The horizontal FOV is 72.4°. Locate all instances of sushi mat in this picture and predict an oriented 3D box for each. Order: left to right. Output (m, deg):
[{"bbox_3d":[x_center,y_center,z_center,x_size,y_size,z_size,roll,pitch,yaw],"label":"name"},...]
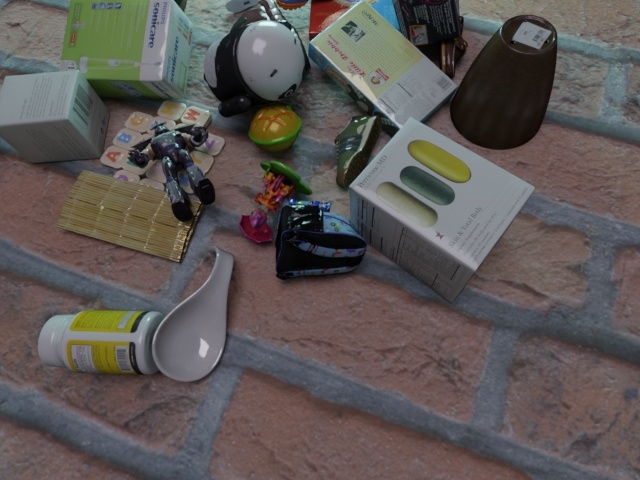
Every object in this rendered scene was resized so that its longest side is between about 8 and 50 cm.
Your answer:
[{"bbox_3d":[-0.434,-0.060,0.995,0.316,0.019,0.152,15,75,9],"label":"sushi mat"}]

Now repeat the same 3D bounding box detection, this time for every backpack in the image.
[{"bbox_3d":[0.000,0.000,0.877,0.173,0.158,0.117,3,51,-10],"label":"backpack"}]

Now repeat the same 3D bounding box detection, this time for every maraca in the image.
[{"bbox_3d":[-0.110,-0.277,1.039,0.127,0.099,0.186,-12,42,-3],"label":"maraca"}]

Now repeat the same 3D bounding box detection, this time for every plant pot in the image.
[{"bbox_3d":[0.414,-0.354,0.951,0.215,0.230,0.216,-2,66,4],"label":"plant pot"}]

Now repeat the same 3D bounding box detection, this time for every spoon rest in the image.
[{"bbox_3d":[-0.233,0.135,0.861,0.137,0.084,0.277,27,63,-27],"label":"spoon rest"}]

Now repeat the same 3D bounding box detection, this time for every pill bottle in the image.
[{"bbox_3d":[-0.413,0.194,0.842,0.208,0.119,0.119,1,66,5],"label":"pill bottle"}]

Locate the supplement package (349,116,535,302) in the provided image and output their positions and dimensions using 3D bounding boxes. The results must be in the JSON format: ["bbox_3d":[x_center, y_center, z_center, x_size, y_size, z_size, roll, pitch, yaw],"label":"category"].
[{"bbox_3d":[0.218,-0.055,0.853,0.262,0.198,0.199,36,74,18],"label":"supplement package"}]

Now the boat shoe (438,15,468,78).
[{"bbox_3d":[0.334,-0.493,1.103,0.072,0.073,0.207,1,66,11],"label":"boat shoe"}]

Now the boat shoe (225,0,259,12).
[{"bbox_3d":[-0.226,-0.687,1.263,0.100,0.035,0.035,-19,39,1],"label":"boat shoe"}]

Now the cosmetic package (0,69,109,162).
[{"bbox_3d":[-0.643,-0.295,1.058,0.183,0.151,0.152,-4,66,3],"label":"cosmetic package"}]

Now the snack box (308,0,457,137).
[{"bbox_3d":[0.146,-0.408,1.051,0.187,0.060,0.322,-43,83,-12],"label":"snack box"}]

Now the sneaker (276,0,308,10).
[{"bbox_3d":[-0.015,-0.677,1.136,0.221,0.087,0.083,-26,67,-6],"label":"sneaker"}]

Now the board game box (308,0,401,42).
[{"bbox_3d":[0.096,-0.663,1.204,0.241,0.064,0.317,0,66,5],"label":"board game box"}]

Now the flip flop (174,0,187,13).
[{"bbox_3d":[-0.405,-0.570,1.204,0.112,0.080,0.278,-5,82,14],"label":"flip flop"}]

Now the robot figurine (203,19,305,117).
[{"bbox_3d":[-0.158,-0.400,1.019,0.173,0.209,0.278,-16,16,-39],"label":"robot figurine"}]

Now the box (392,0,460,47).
[{"bbox_3d":[0.262,-0.622,1.074,0.141,0.163,0.248,-7,51,22],"label":"box"}]

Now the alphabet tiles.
[{"bbox_3d":[-0.390,-0.223,1.077,0.277,0.021,0.284,20,70,13],"label":"alphabet tiles"}]

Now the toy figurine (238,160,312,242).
[{"bbox_3d":[-0.110,-0.070,0.923,0.130,0.173,0.159,29,85,-2],"label":"toy figurine"}]

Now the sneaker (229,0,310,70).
[{"bbox_3d":[-0.144,-0.509,1.150,0.162,0.106,0.282,-30,61,2],"label":"sneaker"}]

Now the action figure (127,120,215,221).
[{"bbox_3d":[-0.326,-0.184,0.986,0.185,0.099,0.285,-30,60,-5],"label":"action figure"}]

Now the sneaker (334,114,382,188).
[{"bbox_3d":[0.067,-0.210,1.016,0.086,0.064,0.192,20,76,32],"label":"sneaker"}]

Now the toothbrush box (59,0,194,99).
[{"bbox_3d":[-0.486,-0.480,1.107,0.282,0.122,0.207,4,86,12],"label":"toothbrush box"}]
